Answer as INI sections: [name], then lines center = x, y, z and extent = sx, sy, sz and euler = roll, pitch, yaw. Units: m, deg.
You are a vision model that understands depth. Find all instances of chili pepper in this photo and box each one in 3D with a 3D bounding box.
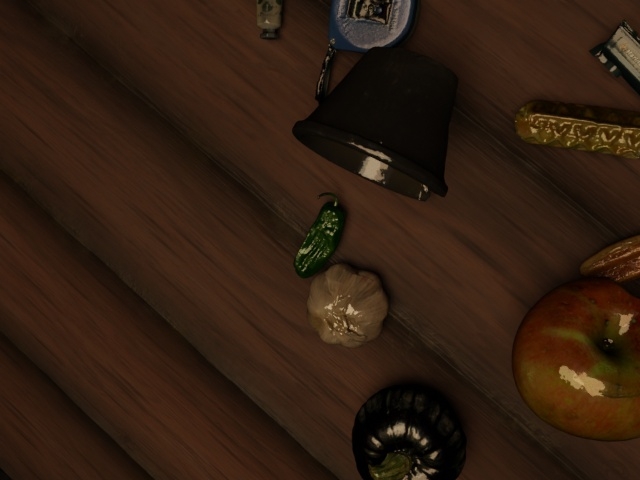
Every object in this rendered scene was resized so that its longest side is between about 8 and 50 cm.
[chili pepper]
center = -0.002, -0.003, 1.503
extent = 0.100, 0.074, 0.257
euler = 32, 112, 10

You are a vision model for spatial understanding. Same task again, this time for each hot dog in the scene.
[hot dog]
center = 0.691, 0.035, 1.274
extent = 0.236, 0.062, 0.092
euler = -26, 93, 25

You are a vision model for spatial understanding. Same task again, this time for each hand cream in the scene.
[hand cream]
center = -0.123, -0.631, 1.411
extent = 0.095, 0.059, 0.276
euler = 4, 99, 17

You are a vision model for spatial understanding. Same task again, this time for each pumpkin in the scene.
[pumpkin]
center = 0.213, 0.515, 1.443
extent = 0.296, 0.296, 0.295
euler = 5, 104, 18

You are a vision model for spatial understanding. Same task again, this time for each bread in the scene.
[bread]
center = 0.552, -0.241, 1.244
extent = 0.269, 0.087, 0.098
euler = 12, 107, 16

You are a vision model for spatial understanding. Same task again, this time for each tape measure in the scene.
[tape measure]
center = 0.102, -0.466, 1.349
extent = 0.215, 0.098, 0.351
euler = 15, 109, 17

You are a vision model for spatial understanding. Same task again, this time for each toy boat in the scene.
[toy boat]
center = 0.692, -0.325, 1.161
extent = 0.296, 0.114, 0.122
euler = 45, 121, 5

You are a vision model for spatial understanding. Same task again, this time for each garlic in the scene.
[garlic]
center = 0.063, 0.173, 1.481
extent = 0.228, 0.152, 0.228
euler = 5, 102, 25

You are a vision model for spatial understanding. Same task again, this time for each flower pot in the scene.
[flower pot]
center = 0.145, -0.266, 1.272
extent = 0.379, 0.379, 0.251
euler = 25, 92, 13

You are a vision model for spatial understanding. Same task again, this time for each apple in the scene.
[apple]
center = 0.575, 0.250, 1.223
extent = 0.340, 0.339, 0.339
euler = 5, 104, 18
